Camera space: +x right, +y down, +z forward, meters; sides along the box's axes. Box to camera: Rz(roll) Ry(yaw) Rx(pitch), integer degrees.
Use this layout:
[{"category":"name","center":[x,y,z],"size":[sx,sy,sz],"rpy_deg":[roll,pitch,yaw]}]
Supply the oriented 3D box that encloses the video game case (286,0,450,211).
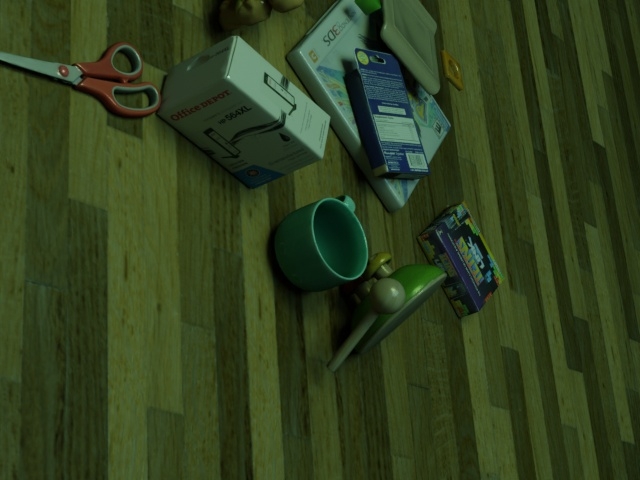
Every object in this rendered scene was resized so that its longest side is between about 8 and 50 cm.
[{"category":"video game case","center":[0.096,-0.259,2.076],"size":[0.329,0.036,0.300],"rpy_deg":[55,38,-18]}]

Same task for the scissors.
[{"category":"scissors","center":[-0.318,-0.207,1.522],"size":[0.297,0.021,0.109],"rpy_deg":[-14,85,-56]}]

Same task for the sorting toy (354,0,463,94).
[{"category":"sorting toy","center":[0.154,-0.378,2.145],"size":[0.347,0.047,0.196],"rpy_deg":[44,35,-36]}]

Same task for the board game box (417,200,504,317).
[{"category":"board game box","center":[0.256,0.032,2.123],"size":[0.170,0.048,0.141],"rpy_deg":[61,35,-10]}]

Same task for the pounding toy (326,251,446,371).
[{"category":"pounding toy","center":[0.080,0.081,1.784],"size":[0.110,0.183,0.237],"rpy_deg":[48,25,10]}]

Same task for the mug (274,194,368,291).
[{"category":"mug","center":[0.001,0.009,1.761],"size":[0.157,0.097,0.129],"rpy_deg":[-17,86,-55]}]

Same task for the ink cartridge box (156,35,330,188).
[{"category":"ink cartridge box","center":[-0.109,-0.179,1.672],"size":[0.203,0.148,0.086],"rpy_deg":[37,48,-35]}]

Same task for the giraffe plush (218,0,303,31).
[{"category":"giraffe plush","center":[-0.088,-0.439,1.799],"size":[0.170,0.181,0.210],"rpy_deg":[66,27,-17]}]

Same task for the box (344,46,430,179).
[{"category":"box","center":[0.112,-0.216,2.011],"size":[0.136,0.036,0.225],"rpy_deg":[-1,74,-52]}]
